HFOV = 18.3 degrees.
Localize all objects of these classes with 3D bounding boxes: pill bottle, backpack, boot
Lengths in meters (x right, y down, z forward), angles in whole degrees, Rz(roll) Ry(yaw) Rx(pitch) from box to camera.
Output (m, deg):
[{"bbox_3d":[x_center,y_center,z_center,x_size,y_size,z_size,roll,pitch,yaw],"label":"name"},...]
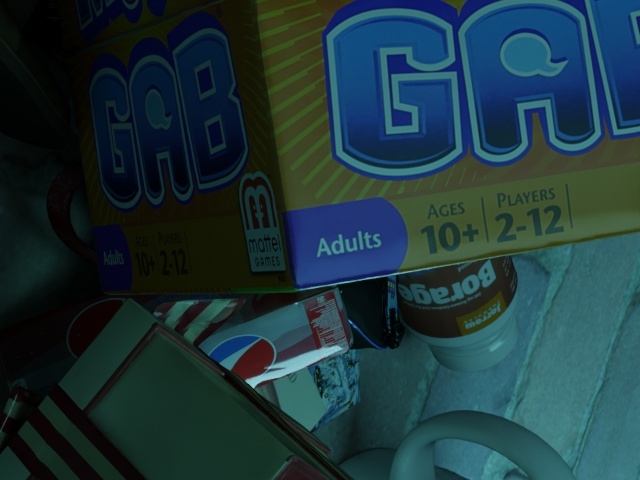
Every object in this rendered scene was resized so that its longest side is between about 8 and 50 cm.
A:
[{"bbox_3d":[0.122,0.024,1.896,0.121,0.121,0.216,-49,138,-25],"label":"pill bottle"},{"bbox_3d":[0.000,0.000,1.737,0.158,0.117,0.173,40,49,-53],"label":"backpack"},{"bbox_3d":[-0.244,-0.181,1.366,0.115,0.112,0.305,-63,142,-27],"label":"boot"}]

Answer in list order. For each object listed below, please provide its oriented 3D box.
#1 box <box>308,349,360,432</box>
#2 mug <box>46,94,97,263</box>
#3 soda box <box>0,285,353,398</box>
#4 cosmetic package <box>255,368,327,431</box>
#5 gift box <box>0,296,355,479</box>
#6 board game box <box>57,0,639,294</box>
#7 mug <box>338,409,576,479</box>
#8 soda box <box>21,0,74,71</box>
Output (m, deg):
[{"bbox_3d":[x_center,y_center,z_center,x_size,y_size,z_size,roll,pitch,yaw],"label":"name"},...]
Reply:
[{"bbox_3d":[-0.003,0.108,1.857,0.094,0.027,0.137,-29,127,-43],"label":"box"},{"bbox_3d":[-0.144,-0.040,1.566,0.150,0.113,0.169,-19,132,-9],"label":"mug"},{"bbox_3d":[-0.113,0.078,1.545,0.263,0.092,0.083,-21,137,-5],"label":"soda box"},{"bbox_3d":[-0.145,0.183,1.629,0.296,0.129,0.153,-51,137,-24],"label":"cosmetic package"},{"bbox_3d":[-0.077,0.204,1.408,0.276,0.258,0.255,-48,134,-6],"label":"gift box"},{"bbox_3d":[0.046,-0.164,1.351,0.356,0.356,0.356,-9,92,-25],"label":"board game box"},{"bbox_3d":[0.151,0.340,1.906,0.276,0.328,0.374,-20,121,-46],"label":"mug"},{"bbox_3d":[-0.154,-0.207,1.500,0.060,0.053,0.169,42,72,-50],"label":"soda box"}]
